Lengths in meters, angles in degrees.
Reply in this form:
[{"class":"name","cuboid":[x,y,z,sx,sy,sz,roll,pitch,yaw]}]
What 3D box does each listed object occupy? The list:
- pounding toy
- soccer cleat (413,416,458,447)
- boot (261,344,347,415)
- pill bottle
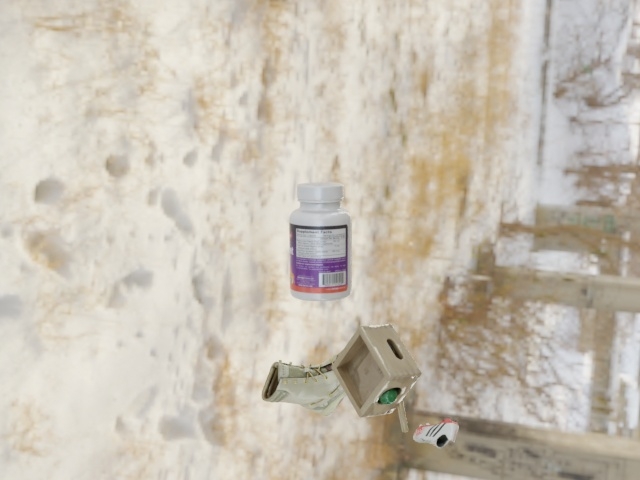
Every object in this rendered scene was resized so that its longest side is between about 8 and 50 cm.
[{"class":"pounding toy","cuboid":[0.106,0.235,1.687,0.100,0.141,0.130,0,135,-38]},{"class":"soccer cleat","cuboid":[0.151,0.260,1.330,0.029,0.083,0.035,29,52,-25]},{"class":"boot","cuboid":[-0.012,0.272,2.070,0.213,0.165,0.077,-56,-149,31]},{"class":"pill bottle","cuboid":[0.000,0.000,1.713,0.108,0.108,0.193,-26,117,-72]}]
